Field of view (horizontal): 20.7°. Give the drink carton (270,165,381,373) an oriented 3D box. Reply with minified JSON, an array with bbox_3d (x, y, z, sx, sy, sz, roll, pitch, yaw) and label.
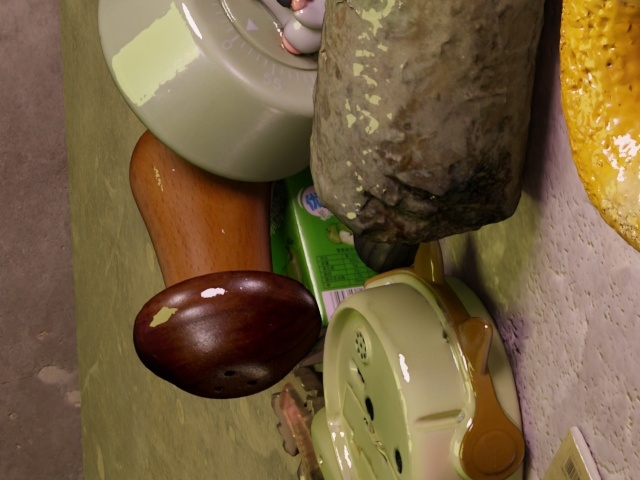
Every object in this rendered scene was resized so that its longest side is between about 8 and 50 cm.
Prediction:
[{"bbox_3d":[0.000,0.000,1.928,0.161,0.108,0.271,128,132,-63],"label":"drink carton"}]

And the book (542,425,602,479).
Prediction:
[{"bbox_3d":[0.223,0.280,1.523,0.192,0.013,0.168,105,151,-51],"label":"book"}]

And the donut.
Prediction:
[{"bbox_3d":[0.245,-0.107,1.135,0.277,0.108,0.278,171,90,-72],"label":"donut"}]

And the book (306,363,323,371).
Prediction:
[{"bbox_3d":[-0.011,0.103,2.158,0.172,0.012,0.118,172,91,-72],"label":"book"}]

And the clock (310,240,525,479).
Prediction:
[{"bbox_3d":[0.092,0.168,1.707,0.286,0.117,0.348,-118,27,-45],"label":"clock"}]

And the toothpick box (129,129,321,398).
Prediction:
[{"bbox_3d":[-0.110,0.018,1.816,0.192,0.192,0.294,110,152,-56],"label":"toothpick box"}]

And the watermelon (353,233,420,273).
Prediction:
[{"bbox_3d":[0.070,-0.008,1.762,0.111,0.078,0.078,112,145,-58],"label":"watermelon"}]

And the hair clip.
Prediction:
[{"bbox_3d":[-0.006,0.285,2.128,0.300,0.069,0.173,-102,17,-44],"label":"hair clip"}]

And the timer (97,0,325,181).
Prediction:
[{"bbox_3d":[-0.022,-0.249,1.716,0.315,0.290,0.291,-35,62,45],"label":"timer"}]

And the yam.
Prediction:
[{"bbox_3d":[0.089,-0.154,1.465,0.195,0.195,0.300,-123,31,-52],"label":"yam"}]
